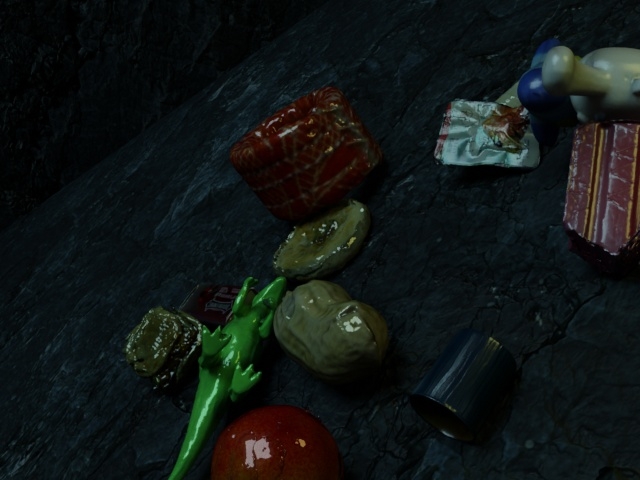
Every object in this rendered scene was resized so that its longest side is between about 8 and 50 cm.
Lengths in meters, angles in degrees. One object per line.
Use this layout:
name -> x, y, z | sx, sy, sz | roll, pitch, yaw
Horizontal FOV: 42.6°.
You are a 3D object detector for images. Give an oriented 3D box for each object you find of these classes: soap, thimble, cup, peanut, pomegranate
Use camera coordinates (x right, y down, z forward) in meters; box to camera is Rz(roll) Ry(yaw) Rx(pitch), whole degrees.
soap -> 0.474, -0.069, 1.308 | 0.162, 0.099, 0.250 | 7, 63, 21
thimble -> -0.034, -0.218, 2.056 | 0.350, 0.230, 0.350 | -31, 19, 12
cup -> 0.210, 0.217, 1.266 | 0.150, 0.113, 0.138 | 6, 50, 52
peanut -> 0.022, 0.172, 1.520 | 0.340, 0.158, 0.174 | 30, 100, 58
pomegranate -> -0.070, 0.375, 1.293 | 0.210, 0.210, 0.235 | -6, 70, 47

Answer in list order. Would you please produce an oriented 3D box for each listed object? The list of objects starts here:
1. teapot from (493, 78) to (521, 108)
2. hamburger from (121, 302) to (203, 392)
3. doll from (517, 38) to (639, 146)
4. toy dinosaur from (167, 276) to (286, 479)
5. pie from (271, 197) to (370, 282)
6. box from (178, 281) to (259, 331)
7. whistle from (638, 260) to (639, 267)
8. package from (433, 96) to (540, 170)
teapot -> 0.421, -0.265, 1.782 | 0.200, 0.077, 0.107 | -41, 58, -3
hamburger -> -0.351, 0.250, 1.920 | 0.206, 0.130, 0.183 | 26, 84, 47
doll -> 0.484, -0.252, 1.456 | 0.187, 0.376, 0.365 | -62, 18, -1
toy dinosaur -> -0.217, 0.299, 1.695 | 0.500, 0.144, 0.374 | -61, 1, 3
pie -> 0.000, 0.000, 1.917 | 0.274, 0.055, 0.274 | -29, 29, 18
box -> -0.239, 0.162, 1.961 | 0.224, 0.069, 0.120 | 4, 50, 51
whistle -> 0.588, -0.032, 1.226 | 0.258, 0.067, 0.126 | -42, 14, 4
package -> 0.356, -0.224, 1.721 | 0.232, 0.040, 0.166 | 10, 72, 28
